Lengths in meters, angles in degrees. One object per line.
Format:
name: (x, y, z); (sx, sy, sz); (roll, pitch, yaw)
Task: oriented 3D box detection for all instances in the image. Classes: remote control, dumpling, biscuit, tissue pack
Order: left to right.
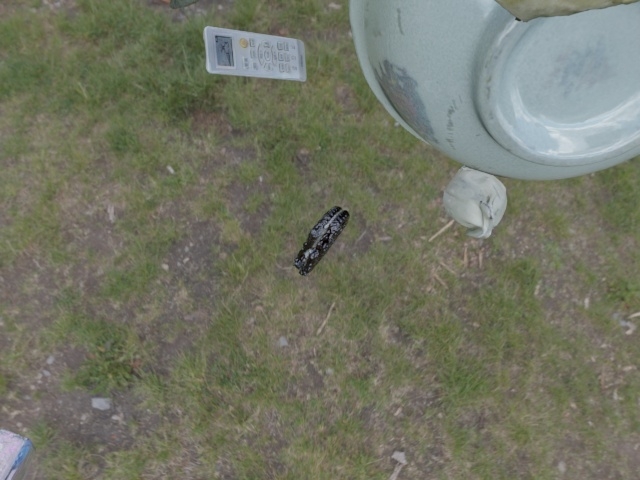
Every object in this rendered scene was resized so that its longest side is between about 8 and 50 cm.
tissue pack: (-0.446, 0.322, 0.714); (0.065, 0.155, 0.116); (26, 56, -11)
remote control: (-0.165, -0.477, 1.369); (0.312, 0.055, 0.110); (-9, 99, -39)
biscuit: (0.000, 0.000, 0.594); (0.027, 0.087, 0.089); (38, 86, 5)
dumpling: (0.322, -0.075, 1.106); (0.118, 0.136, 0.199); (3, 30, -3)

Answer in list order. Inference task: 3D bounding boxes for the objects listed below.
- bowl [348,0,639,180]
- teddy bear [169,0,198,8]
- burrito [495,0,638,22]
bowl: (0.236, -0.198, 0.509); (0.433, 0.435, 0.196); (7, 44, 1)
teddy bear: (-0.155, -0.391, 0.436); (0.356, 0.368, 0.225); (-15, 60, -6)
burrito: (0.151, -0.156, 0.303); (0.149, 0.055, 0.041); (0, 39, 19)
